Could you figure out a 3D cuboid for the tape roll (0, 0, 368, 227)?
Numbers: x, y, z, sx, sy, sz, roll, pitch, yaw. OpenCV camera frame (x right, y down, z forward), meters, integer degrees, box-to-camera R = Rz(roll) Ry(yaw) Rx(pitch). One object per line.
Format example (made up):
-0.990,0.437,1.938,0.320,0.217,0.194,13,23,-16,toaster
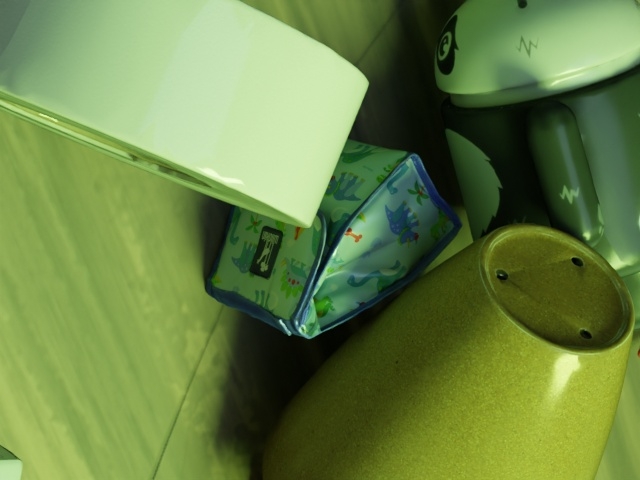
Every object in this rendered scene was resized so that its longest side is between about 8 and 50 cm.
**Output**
-0.118,-0.105,1.197,0.286,0.286,0.100,23,87,-40,tape roll

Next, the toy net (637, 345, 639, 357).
0.245,0.060,1.686,0.232,0.045,0.122,-20,116,-31,toy net

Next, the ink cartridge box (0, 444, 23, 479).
-0.364,0.288,1.253,0.330,0.071,0.324,2,102,-40,ink cartridge box

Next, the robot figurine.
0.183,-0.065,1.489,0.174,0.209,0.278,-23,105,-29,robot figurine

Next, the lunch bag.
0.000,0.000,1.417,0.151,0.129,0.096,-47,121,-16,lunch bag

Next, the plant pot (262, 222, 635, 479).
0.111,0.112,1.403,0.237,0.237,0.254,-11,144,-36,plant pot
